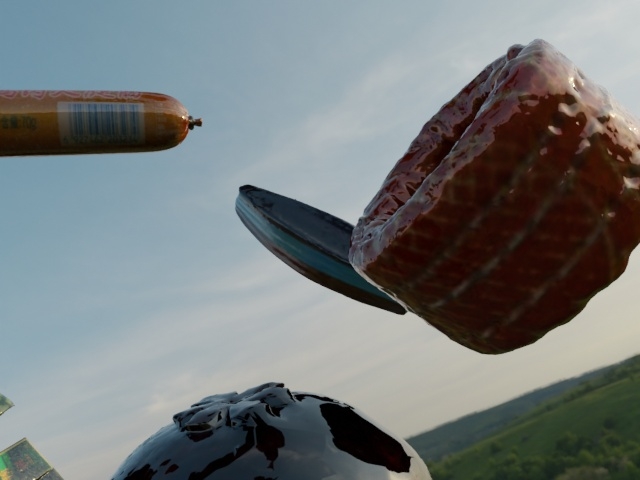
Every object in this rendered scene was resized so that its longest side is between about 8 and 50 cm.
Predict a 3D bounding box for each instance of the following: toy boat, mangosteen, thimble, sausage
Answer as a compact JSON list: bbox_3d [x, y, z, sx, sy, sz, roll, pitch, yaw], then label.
[{"bbox_3d":[0.000,0.000,1.092,0.136,0.392,0.079,-51,-23,-27],"label":"toy boat"},{"bbox_3d":[-0.035,0.297,0.511,0.307,0.346,0.307,-15,-2,-1],"label":"mangosteen"},{"bbox_3d":[0.214,-0.049,0.758,0.350,0.231,0.350,-51,8,10],"label":"thimble"},{"bbox_3d":[-0.266,-0.088,0.477,0.348,0.053,0.053,-5,-24,-16],"label":"sausage"}]

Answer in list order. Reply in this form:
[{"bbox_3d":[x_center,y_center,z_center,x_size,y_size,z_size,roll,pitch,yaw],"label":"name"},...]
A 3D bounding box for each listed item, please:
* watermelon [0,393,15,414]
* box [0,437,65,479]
[{"bbox_3d":[-0.579,0.304,1.045,0.069,0.086,0.163,4,31,27],"label":"watermelon"},{"bbox_3d":[-0.447,0.438,0.973,0.071,0.240,0.159,-44,-2,9],"label":"box"}]
